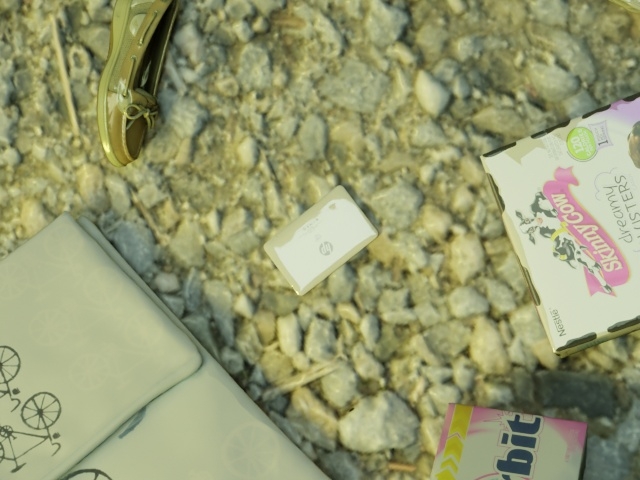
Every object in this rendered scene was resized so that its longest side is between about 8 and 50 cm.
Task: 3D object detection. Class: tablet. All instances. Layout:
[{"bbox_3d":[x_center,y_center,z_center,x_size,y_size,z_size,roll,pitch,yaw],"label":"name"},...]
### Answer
[{"bbox_3d":[0.000,0.000,1.283,0.083,0.006,0.054,-39,77,7],"label":"tablet"}]

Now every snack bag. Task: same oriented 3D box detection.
[{"bbox_3d":[-0.206,0.181,1.222,0.323,0.037,0.342,-38,73,-21],"label":"snack bag"}]

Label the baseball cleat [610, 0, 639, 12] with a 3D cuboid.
[{"bbox_3d":[0.239,-0.251,1.225,0.109,0.072,0.206,-43,72,12],"label":"baseball cleat"}]

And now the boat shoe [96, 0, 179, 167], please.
[{"bbox_3d":[-0.150,-0.136,1.311,0.048,0.056,0.153,3,77,18],"label":"boat shoe"}]

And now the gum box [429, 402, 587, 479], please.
[{"bbox_3d":[0.128,0.217,1.148,0.107,0.062,0.188,7,49,14],"label":"gum box"}]

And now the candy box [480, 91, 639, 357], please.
[{"bbox_3d":[0.242,-0.020,1.195,0.196,0.070,0.165,-22,79,9],"label":"candy box"}]
